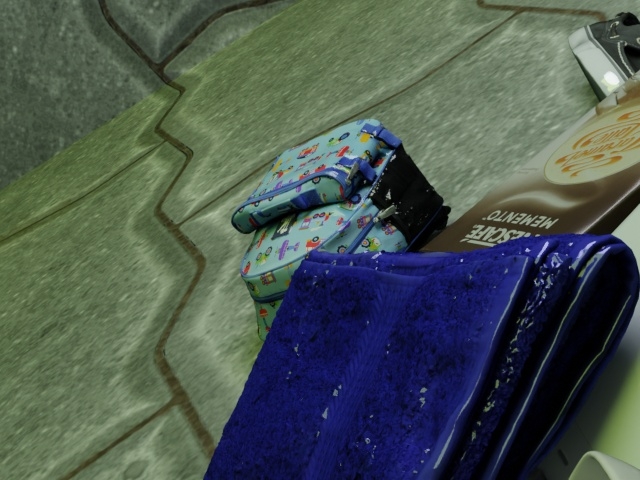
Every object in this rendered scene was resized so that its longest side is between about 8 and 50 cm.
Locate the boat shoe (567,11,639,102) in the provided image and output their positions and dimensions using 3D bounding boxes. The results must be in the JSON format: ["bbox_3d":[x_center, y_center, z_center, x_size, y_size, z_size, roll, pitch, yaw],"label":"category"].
[{"bbox_3d":[0.262,-0.149,1.098,0.076,0.080,0.228,-30,11,14],"label":"boat shoe"}]

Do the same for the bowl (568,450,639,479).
[{"bbox_3d":[0.113,0.168,0.493,0.142,0.053,0.142,-89,17,-69],"label":"bowl"}]

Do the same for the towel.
[{"bbox_3d":[0.025,0.095,0.719,0.228,0.076,0.308,-61,18,-14],"label":"towel"}]

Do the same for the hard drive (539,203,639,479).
[{"bbox_3d":[0.218,0.011,0.599,0.307,0.040,0.203,-50,26,16],"label":"hard drive"}]

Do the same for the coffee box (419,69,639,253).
[{"bbox_3d":[0.206,-0.022,0.820,0.246,0.098,0.141,-39,19,-17],"label":"coffee box"}]

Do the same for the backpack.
[{"bbox_3d":[0.000,0.000,1.081,0.158,0.117,0.173,-17,27,43],"label":"backpack"}]
